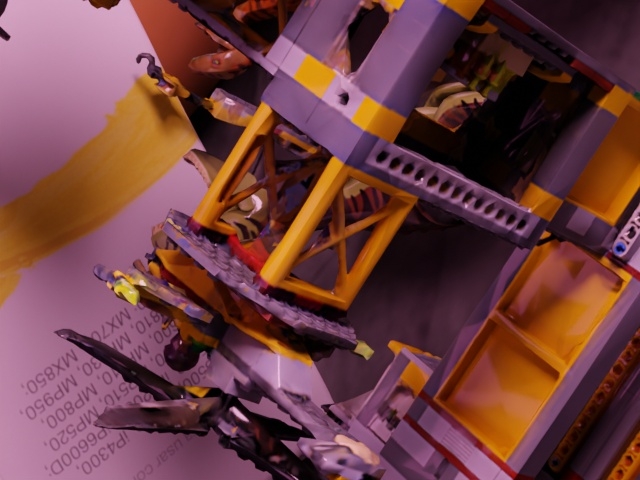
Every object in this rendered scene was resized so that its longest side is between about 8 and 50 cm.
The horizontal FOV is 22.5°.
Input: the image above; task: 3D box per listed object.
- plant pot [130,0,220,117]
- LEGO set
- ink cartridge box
[{"bbox_3d":[-0.123,-0.219,0.862,0.203,0.291,0.291,-46,35,-6],"label":"plant pot"},{"bbox_3d":[0.000,0.000,0.538,0.255,0.331,0.192,38,100,30],"label":"LEGO set"},{"bbox_3d":[-0.197,-0.040,0.699,0.160,0.384,0.279,-40,24,-31],"label":"ink cartridge box"}]
